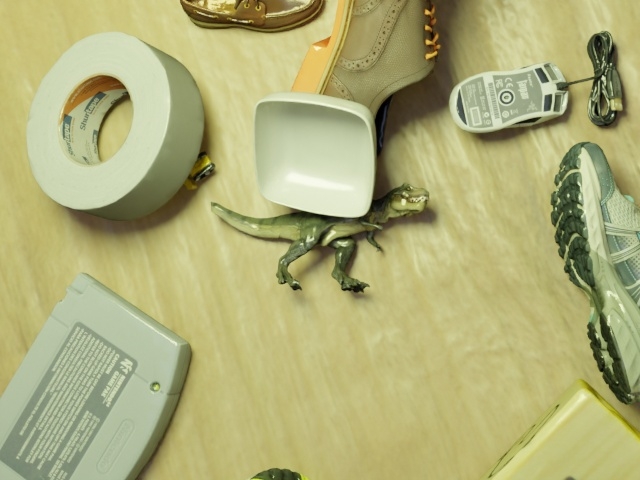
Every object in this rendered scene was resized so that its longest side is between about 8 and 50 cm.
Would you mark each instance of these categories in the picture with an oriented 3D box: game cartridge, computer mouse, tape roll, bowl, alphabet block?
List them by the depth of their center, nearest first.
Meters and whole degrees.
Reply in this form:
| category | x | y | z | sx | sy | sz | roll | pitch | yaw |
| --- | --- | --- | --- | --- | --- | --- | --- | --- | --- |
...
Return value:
| category | x | y | z | sx | sy | sz | roll | pitch | yaw |
| --- | --- | --- | --- | --- | --- | --- | --- | --- | --- |
| alphabet block | 0.269 | 0.279 | 1.022 | 0.193 | 0.192 | 0.197 | 44 | 95 | 11 |
| bowl | -0.001 | -0.102 | 1.122 | 0.142 | 0.053 | 0.142 | 12 | 128 | 17 |
| computer mouse | 0.242 | -0.168 | 1.142 | 0.193 | 0.042 | 0.106 | -10 | 88 | 7 |
| tape roll | -0.250 | -0.137 | 1.213 | 0.219 | 0.072 | 0.219 | -5 | 78 | 27 |
| game cartridge | -0.291 | 0.213 | 1.233 | 0.196 | 0.060 | 0.294 | 33 | 94 | 17 |

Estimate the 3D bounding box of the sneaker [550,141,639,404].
| category | x | y | z | sx | sy | sz | roll | pitch | yaw |
| --- | --- | --- | --- | --- | --- | --- | --- | --- | --- |
| sneaker | 0.336 | 0.026 | 1.086 | 0.122 | 0.110 | 0.283 | -14 | 85 | -6 |

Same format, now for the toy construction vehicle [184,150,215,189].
| category | x | y | z | sx | sy | sz | roll | pitch | yaw |
| --- | --- | --- | --- | --- | --- | --- | --- | --- | --- |
| toy construction vehicle | -0.189 | -0.090 | 1.244 | 0.098 | 0.035 | 0.086 | -39 | 79 | -1 |

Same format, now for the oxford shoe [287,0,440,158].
| category | x | y | z | sx | sy | sz | roll | pitch | yaw |
| --- | --- | --- | --- | --- | --- | --- | --- | --- | --- |
| oxford shoe | 0.087 | -0.254 | 1.102 | 0.133 | 0.130 | 0.363 | 31 | 125 | 7 |

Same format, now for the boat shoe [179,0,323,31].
| category | x | y | z | sx | sy | sz | roll | pitch | yaw |
| --- | --- | --- | --- | --- | --- | --- | --- | --- | --- |
| boat shoe | -0.086 | -0.291 | 1.219 | 0.178 | 0.060 | 0.064 | 0 | 86 | 13 |

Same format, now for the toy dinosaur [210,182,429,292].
| category | x | y | z | sx | sy | sz | roll | pitch | yaw |
| --- | --- | --- | --- | --- | --- | --- | --- | --- | --- |
| toy dinosaur | 0.000 | 0.000 | 1.176 | 0.268 | 0.064 | 0.118 | -5 | 70 | 14 |

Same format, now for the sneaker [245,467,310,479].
| category | x | y | z | sx | sy | sz | roll | pitch | yaw |
| --- | --- | --- | --- | --- | --- | --- | --- | --- | --- |
| sneaker | 0.002 | 0.441 | 1.121 | 0.147 | 0.145 | 0.384 | -36 | 79 | 40 |
